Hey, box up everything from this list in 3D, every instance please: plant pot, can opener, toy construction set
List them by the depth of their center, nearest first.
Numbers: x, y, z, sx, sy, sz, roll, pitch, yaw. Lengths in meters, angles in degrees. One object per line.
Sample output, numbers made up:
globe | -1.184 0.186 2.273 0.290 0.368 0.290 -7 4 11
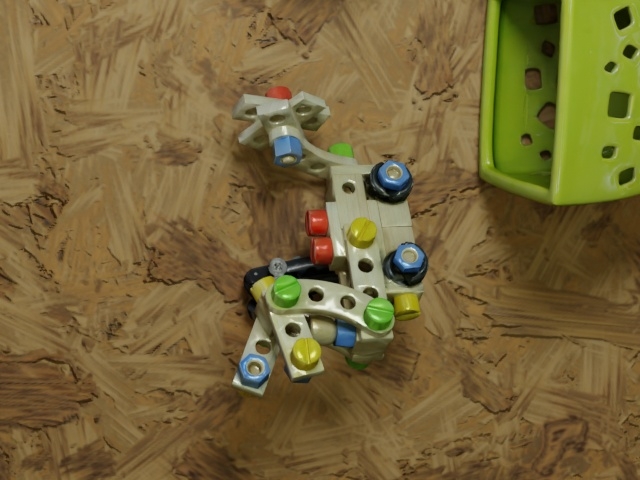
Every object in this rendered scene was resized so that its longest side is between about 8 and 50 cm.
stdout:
toy construction set | 0.000 0.000 1.646 0.215 0.151 0.327 -3 76 -12
plant pot | 0.304 -0.158 1.649 0.207 0.228 0.227 1 100 -14
can opener | 0.005 0.038 1.733 0.186 0.073 0.059 -15 64 -8
